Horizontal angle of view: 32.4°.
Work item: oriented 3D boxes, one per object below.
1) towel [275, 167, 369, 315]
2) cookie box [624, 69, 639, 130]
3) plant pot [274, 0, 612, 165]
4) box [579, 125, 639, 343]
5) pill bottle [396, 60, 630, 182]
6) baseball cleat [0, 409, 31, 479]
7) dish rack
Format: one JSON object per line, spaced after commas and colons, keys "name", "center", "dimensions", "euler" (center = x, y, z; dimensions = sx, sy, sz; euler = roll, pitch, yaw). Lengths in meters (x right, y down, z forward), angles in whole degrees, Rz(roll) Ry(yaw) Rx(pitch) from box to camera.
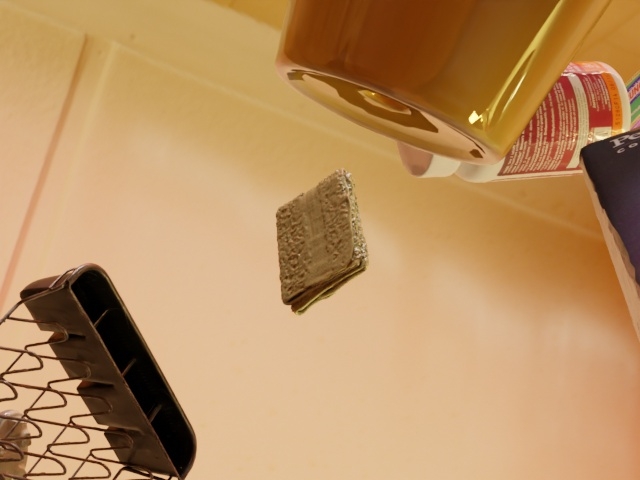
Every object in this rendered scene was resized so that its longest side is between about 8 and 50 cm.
{"name": "towel", "center": [0.000, 0.000, 1.166], "dimensions": [0.027, 0.110, 0.148], "euler": [36, -148, -41]}
{"name": "cookie box", "center": [0.359, -0.136, 1.196], "dimensions": [0.040, 0.092, 0.107], "euler": [19, -126, -15]}
{"name": "plant pot", "center": [0.088, -0.189, 0.723], "dimensions": [0.254, 0.254, 0.239], "euler": [24, -93, -13]}
{"name": "box", "center": [0.275, 0.033, 0.410], "dimensions": [0.296, 0.294, 0.183], "euler": [-19, -72, 12]}
{"name": "pill bottle", "center": [0.198, -0.123, 1.143], "dimensions": [0.221, 0.121, 0.121], "euler": [-5, -104, -19]}
{"name": "baseball cleat", "center": [-0.369, 0.270, 1.157], "dimensions": [0.109, 0.072, 0.206], "euler": [12, -90, 26]}
{"name": "dish rack", "center": [-0.215, 0.172, 0.797], "dimensions": [0.271, 0.074, 0.208], "euler": [-55, -49, -44]}
